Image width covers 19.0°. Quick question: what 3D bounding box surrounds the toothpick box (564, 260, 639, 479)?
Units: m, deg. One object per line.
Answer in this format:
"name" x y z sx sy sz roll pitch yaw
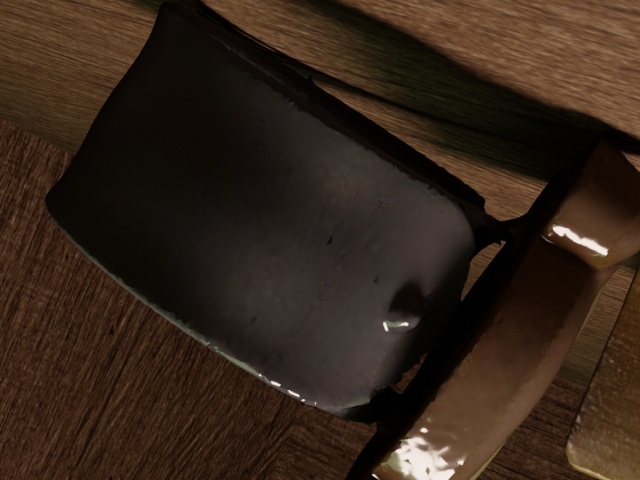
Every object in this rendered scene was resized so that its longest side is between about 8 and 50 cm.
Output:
"toothpick box" 0.299 0.110 1.438 0.190 0.187 0.308 21 179 8

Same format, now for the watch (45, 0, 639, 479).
"watch" 0.000 0.000 1.231 0.327 0.314 0.335 35 -173 3
